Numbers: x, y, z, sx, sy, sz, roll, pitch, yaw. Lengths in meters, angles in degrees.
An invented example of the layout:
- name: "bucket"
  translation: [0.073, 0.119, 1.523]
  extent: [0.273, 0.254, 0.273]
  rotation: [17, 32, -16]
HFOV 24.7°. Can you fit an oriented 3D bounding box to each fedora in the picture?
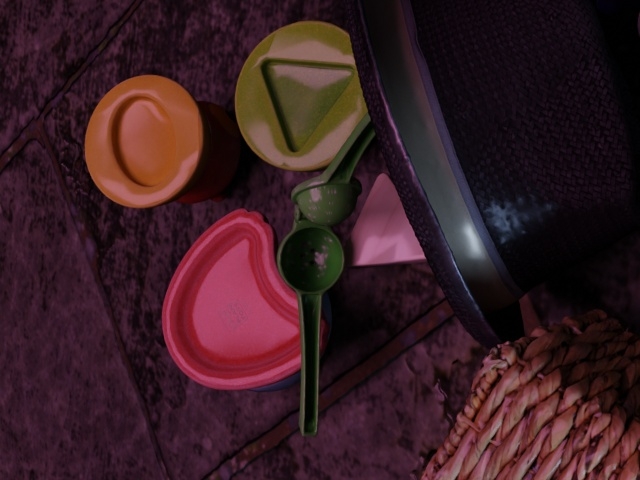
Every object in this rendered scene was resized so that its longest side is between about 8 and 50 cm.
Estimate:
- name: "fedora"
  translation: [0.135, -0.093, 1.017]
  extent: [0.152, 0.334, 0.334]
  rotation: [-21, 75, 15]

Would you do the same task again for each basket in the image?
- name: "basket"
  translation: [0.183, 0.228, 0.988]
  extent: [0.223, 0.213, 0.299]
  rotation: [36, 113, 25]

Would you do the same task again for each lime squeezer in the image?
- name: "lime squeezer"
  translation: [0.000, 0.000, 1.147]
  extent: [0.110, 0.058, 0.310]
  rotation: [-88, 9, -57]

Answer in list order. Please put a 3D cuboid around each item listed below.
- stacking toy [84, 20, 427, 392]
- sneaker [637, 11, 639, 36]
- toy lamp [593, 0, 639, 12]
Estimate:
- name: "stacking toy"
  translation: [-0.034, -0.031, 1.308]
  extent: [0.279, 0.130, 0.309]
  rotation: [-26, 74, 17]
- name: "sneaker"
  translation: [0.269, -0.172, 0.907]
  extent: [0.235, 0.153, 0.094]
  rotation: [-8, 85, 46]
- name: "toy lamp"
  translation: [0.167, -0.295, 1.064]
  extent: [0.080, 0.080, 0.275]
  rotation: [-46, 61, 38]
